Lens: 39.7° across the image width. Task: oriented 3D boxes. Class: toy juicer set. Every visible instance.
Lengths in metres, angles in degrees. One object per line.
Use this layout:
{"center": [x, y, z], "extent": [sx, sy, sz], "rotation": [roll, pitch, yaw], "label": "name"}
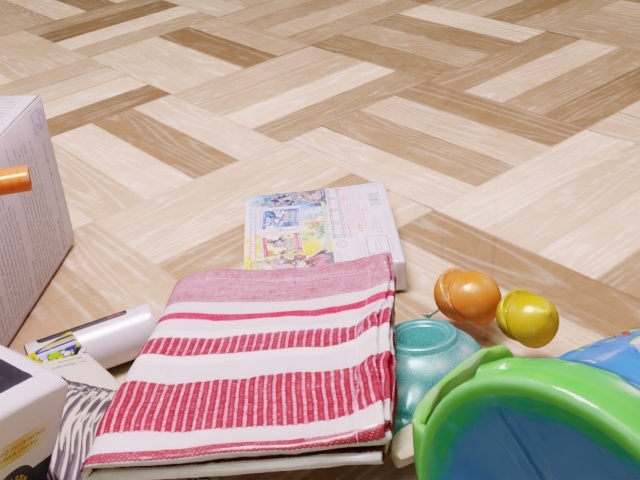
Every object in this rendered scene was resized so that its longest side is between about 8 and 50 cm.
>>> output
{"center": [0.134, 0.119, 0.823], "extent": [0.209, 0.089, 0.329], "rotation": [-10, 20, -6], "label": "toy juicer set"}

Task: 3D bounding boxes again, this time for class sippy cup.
{"center": [0.218, 0.148, 0.538], "extent": [0.224, 0.240, 0.305], "rotation": [-21, 61, -34], "label": "sippy cup"}

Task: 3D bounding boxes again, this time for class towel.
{"center": [-0.051, 0.095, 0.779], "extent": [0.237, 0.037, 0.329], "rotation": [-7, 21, 7], "label": "towel"}

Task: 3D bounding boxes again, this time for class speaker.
{"center": [-0.238, 0.113, 0.938], "extent": [0.136, 0.055, 0.055], "rotation": [-19, 33, -20], "label": "speaker"}

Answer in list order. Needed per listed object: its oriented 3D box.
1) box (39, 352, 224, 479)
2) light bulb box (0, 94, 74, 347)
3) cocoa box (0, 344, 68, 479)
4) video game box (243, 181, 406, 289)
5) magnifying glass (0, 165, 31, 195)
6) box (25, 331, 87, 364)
{"center": [-0.176, 0.200, 0.724], "extent": [0.113, 0.094, 0.275], "rotation": [-14, 29, -40], "label": "box"}
{"center": [-0.522, 0.006, 0.999], "extent": [0.358, 0.225, 0.361], "rotation": [0, 32, 8], "label": "light bulb box"}
{"center": [-0.364, 0.191, 0.530], "extent": [0.232, 0.227, 0.347], "rotation": [23, 19, 15], "label": "cocoa box"}
{"center": [0.000, 0.000, 1.093], "extent": [0.187, 0.048, 0.205], "rotation": [-4, 30, -1], "label": "video game box"}
{"center": [-0.389, -0.041, 0.823], "extent": [0.231, 0.026, 0.092], "rotation": [-9, 32, -15], "label": "magnifying glass"}
{"center": [-0.295, 0.160, 0.847], "extent": [0.169, 0.054, 0.059], "rotation": [-30, 37, -21], "label": "box"}
